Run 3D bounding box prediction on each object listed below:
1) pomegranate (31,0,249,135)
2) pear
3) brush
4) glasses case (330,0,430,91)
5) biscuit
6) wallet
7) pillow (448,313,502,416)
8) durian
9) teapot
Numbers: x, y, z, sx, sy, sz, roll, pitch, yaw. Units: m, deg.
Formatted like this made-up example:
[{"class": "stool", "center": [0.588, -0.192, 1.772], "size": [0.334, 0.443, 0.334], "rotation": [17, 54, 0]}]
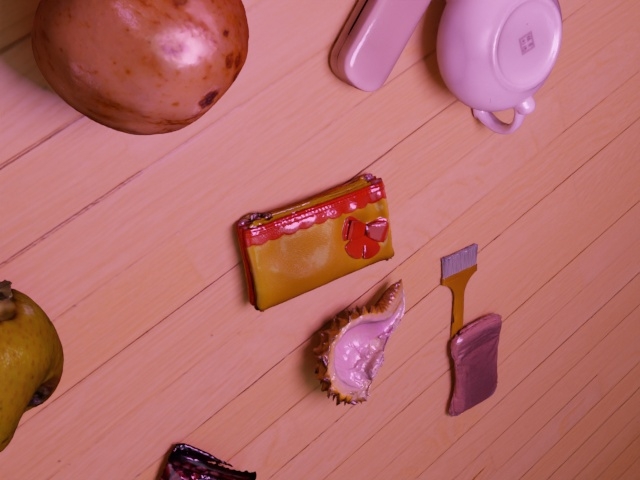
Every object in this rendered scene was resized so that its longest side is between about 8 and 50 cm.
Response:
[{"class": "pomegranate", "center": [-0.179, -0.213, 0.708], "size": [0.215, 0.215, 0.215], "rotation": [-16, 121, -29]}, {"class": "pear", "center": [-0.365, 0.113, 0.707], "size": [0.255, 0.238, 0.164], "rotation": [30, 87, -40]}, {"class": "brush", "center": [0.251, 0.107, 1.305], "size": [0.083, 0.011, 0.205], "rotation": [-21, 124, -28]}, {"class": "glasses case", "center": [0.086, -0.295, 0.958], "size": [0.083, 0.050, 0.196], "rotation": [28, 94, -39]}, {"class": "biscuit", "center": [-0.206, 0.427, 1.093], "size": [0.151, 0.063, 0.235], "rotation": [26, 93, -42]}, {"class": "wallet", "center": [0.000, 0.000, 1.032], "size": [0.241, 0.067, 0.141], "rotation": [-22, 122, -25]}, {"class": "pillow", "center": [0.303, 0.243, 1.393], "size": [0.135, 0.034, 0.211], "rotation": [-20, 123, -26]}, {"class": "durian", "center": [0.060, 0.151, 1.149], "size": [0.140, 0.078, 0.224], "rotation": [44, 72, -29]}, {"class": "teapot", "center": [0.251, -0.280, 1.032], "size": [0.204, 0.139, 0.298], "rotation": [-30, 124, -23]}]
